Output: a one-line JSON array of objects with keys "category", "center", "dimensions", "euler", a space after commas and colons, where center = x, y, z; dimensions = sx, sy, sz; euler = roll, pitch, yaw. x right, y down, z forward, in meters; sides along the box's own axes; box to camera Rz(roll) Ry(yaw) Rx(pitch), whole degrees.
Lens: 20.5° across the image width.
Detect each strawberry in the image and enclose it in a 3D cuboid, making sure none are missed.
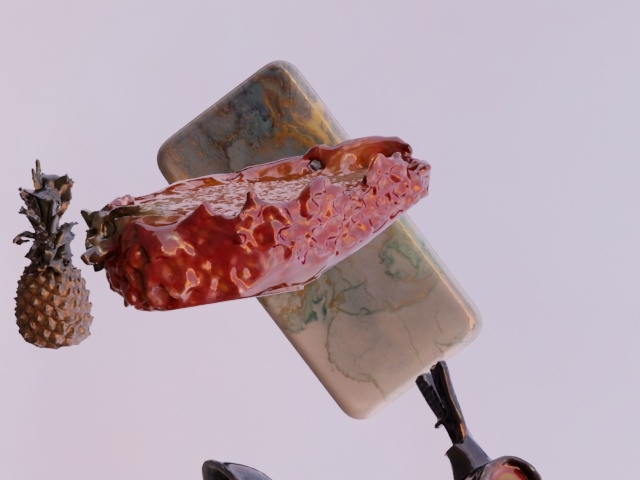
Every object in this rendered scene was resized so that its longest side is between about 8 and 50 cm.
[{"category": "strawberry", "center": [-0.024, -0.006, 0.706], "dimensions": [0.104, 0.152, 0.048], "euler": [-157, -122, -66]}]

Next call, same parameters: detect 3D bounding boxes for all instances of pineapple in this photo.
[{"category": "pineapple", "center": [-0.179, 0.010, 1.198], "dimensions": [0.058, 0.058, 0.124], "euler": [36, -50, 44]}]

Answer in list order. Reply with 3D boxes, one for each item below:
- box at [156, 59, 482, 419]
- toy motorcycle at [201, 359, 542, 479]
[{"category": "box", "center": [0.000, 0.000, 1.460], "dimensions": [0.285, 0.142, 0.044], "euler": [53, 1, -4]}, {"category": "toy motorcycle", "center": [0.058, 0.237, 0.879], "dimensions": [0.125, 0.213, 0.358], "euler": [-2, -61, 61]}]
